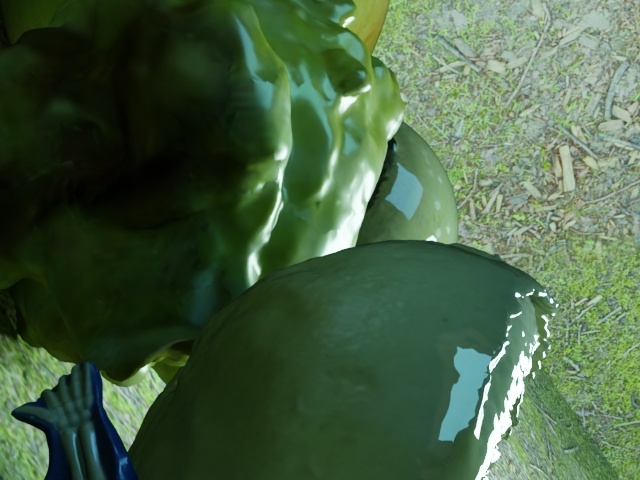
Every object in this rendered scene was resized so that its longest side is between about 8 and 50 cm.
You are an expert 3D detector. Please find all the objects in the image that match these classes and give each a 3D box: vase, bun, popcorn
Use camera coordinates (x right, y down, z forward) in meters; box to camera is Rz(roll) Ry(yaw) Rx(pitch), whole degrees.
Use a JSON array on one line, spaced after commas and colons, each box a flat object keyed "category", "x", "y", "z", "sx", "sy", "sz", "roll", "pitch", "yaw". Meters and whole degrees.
[{"category": "vase", "x": 0.000, "y": 0.000, "z": 1.596, "sx": 0.329, "sy": 0.241, "sz": 0.302, "roll": 36, "pitch": -17, "yaw": 36}, {"category": "bun", "x": -0.011, "y": 0.150, "z": 0.913, "sx": 0.202, "sy": 0.364, "sz": 0.364, "roll": 24, "pitch": 7, "yaw": 10}, {"category": "popcorn", "x": -0.099, "y": -0.059, "z": 1.074, "sx": 0.312, "sy": 0.312, "sz": 0.312, "roll": 56, "pitch": 12, "yaw": -19}]

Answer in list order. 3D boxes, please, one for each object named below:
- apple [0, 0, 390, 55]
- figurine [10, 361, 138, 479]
[{"category": "apple", "x": -0.102, "y": -0.207, "z": 1.343, "sx": 0.338, "sy": 0.338, "sz": 0.305, "roll": 52, "pitch": 37, "yaw": -32}, {"category": "figurine", "x": -0.153, "y": 0.173, "z": 0.734, "sx": 0.164, "sy": 0.121, "sz": 0.262, "roll": -5, "pitch": 48, "yaw": -34}]
